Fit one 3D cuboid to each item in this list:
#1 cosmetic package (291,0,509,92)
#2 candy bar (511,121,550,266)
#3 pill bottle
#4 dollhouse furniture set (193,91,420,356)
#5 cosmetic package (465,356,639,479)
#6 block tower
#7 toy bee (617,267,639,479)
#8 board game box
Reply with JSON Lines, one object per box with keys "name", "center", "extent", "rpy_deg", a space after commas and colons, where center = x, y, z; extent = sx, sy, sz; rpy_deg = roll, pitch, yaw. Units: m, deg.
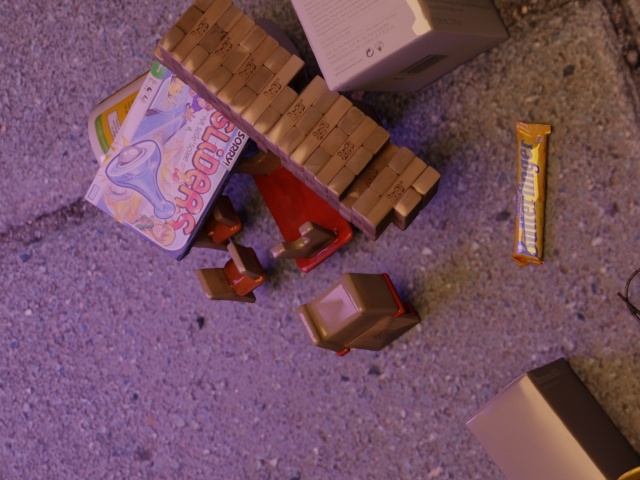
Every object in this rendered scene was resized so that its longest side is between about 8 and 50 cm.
{"name": "cosmetic package", "center": [0.066, -0.289, 1.807], "extent": [0.138, 0.224, 0.225], "rpy_deg": [-29, 81, 26]}
{"name": "candy bar", "center": [0.232, -0.050, 1.858], "extent": [0.040, 0.018, 0.162], "rpy_deg": [4, 95, 26]}
{"name": "pill bottle", "center": [-0.141, -0.157, 1.969], "extent": [0.245, 0.136, 0.136], "rpy_deg": [-29, 81, 25]}
{"name": "dollhouse furniture set", "center": [0.000, 0.000, 1.939], "extent": [0.262, 0.135, 0.259], "rpy_deg": [-36, 67, 24]}
{"name": "cosmetic package", "center": [0.277, 0.251, 1.800], "extent": [0.107, 0.127, 0.238], "rpy_deg": [-40, 78, 24]}
{"name": "block tower", "center": [-0.029, -0.134, 1.791], "extent": [0.335, 0.097, 0.091], "rpy_deg": [39, 82, 7]}
{"name": "toy bee", "center": [0.379, 0.187, 1.708], "extent": [0.195, 0.162, 0.298], "rpy_deg": [-41, 87, 4]}
{"name": "board game box", "center": [-0.166, -0.094, 1.902], "extent": [0.136, 0.035, 0.201], "rpy_deg": [33, 115, 6]}
